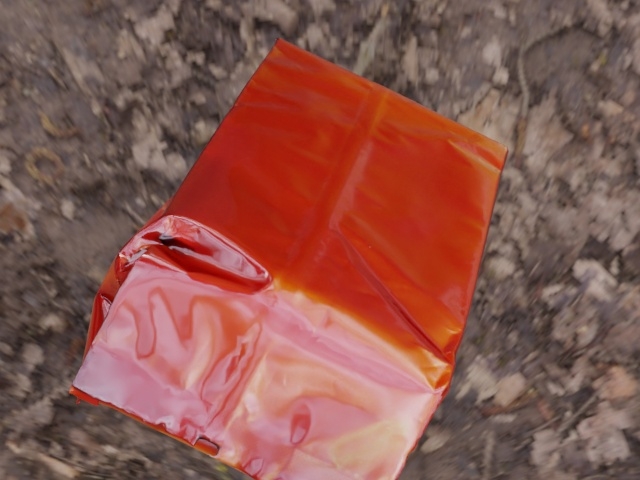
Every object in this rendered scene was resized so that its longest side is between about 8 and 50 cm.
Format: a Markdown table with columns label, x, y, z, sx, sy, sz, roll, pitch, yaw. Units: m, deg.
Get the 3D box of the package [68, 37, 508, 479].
| label | x | y | z | sx | sy | sz | roll | pitch | yaw |
| --- | --- | --- | --- | --- | --- | --- | --- | --- | --- |
| package | 0.000 | 0.001 | 0.959 | 0.196 | 0.423 | 0.123 | 28 | 120 | 0 |
